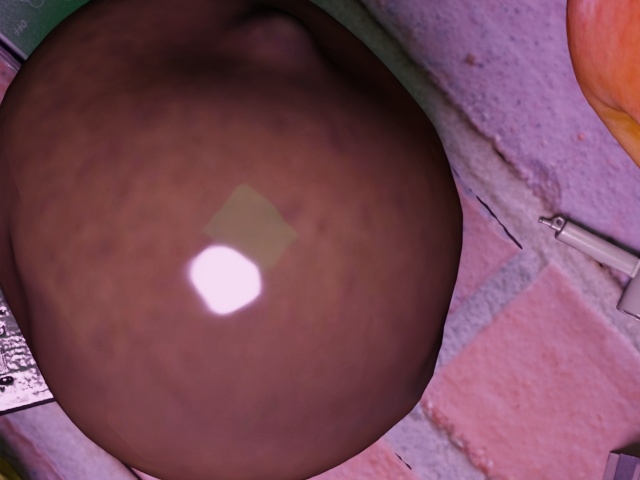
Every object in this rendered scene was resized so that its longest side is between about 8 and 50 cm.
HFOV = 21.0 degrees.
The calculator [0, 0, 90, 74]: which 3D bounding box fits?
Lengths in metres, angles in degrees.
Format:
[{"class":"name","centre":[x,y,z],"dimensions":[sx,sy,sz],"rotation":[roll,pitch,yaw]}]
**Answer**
[{"class":"calculator","centre":[-0.210,-0.215,1.305],"dimensions":[0.274,0.028,0.165],"rotation":[41,83,-7]}]

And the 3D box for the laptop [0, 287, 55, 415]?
[{"class":"laptop","centre":[-0.224,0.063,1.307],"dimensions":[0.180,0.016,0.129],"rotation":[-15,93,-11]}]

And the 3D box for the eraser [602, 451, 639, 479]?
[{"class":"eraser","centre":[0.285,0.195,1.292],"dimensions":[0.092,0.212,0.046],"rotation":[15,86,-10]}]

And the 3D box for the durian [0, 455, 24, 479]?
[{"class":"durian","centre":[-0.297,0.247,1.201],"dimensions":[0.256,0.204,0.339],"rotation":[-7,94,3]}]

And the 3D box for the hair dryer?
[{"class":"hair dryer","centre":[0.228,0.016,1.376],"dimensions":[0.124,0.038,0.063],"rotation":[27,85,-3]}]

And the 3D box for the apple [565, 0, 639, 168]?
[{"class":"apple","centre":[0.350,-0.165,1.244],"dimensions":[0.364,0.364,0.363],"rotation":[0,90,-10]}]

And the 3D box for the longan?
[{"class":"longan","centre":[-0.066,-0.014,1.165],"dimensions":[0.361,0.361,0.360],"rotation":[0,90,-10]}]
